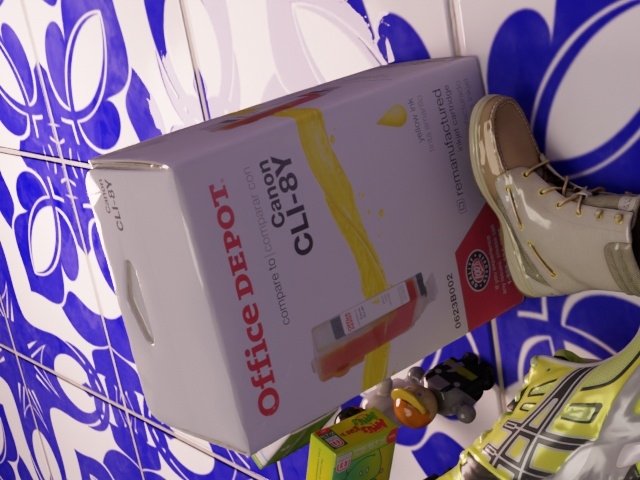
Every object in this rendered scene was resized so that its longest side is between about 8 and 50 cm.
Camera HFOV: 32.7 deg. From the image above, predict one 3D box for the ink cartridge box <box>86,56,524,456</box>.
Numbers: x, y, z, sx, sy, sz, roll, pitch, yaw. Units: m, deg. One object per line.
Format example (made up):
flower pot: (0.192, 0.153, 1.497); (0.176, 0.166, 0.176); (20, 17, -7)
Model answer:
ink cartridge box: (0.000, 0.000, 1.082); (0.160, 0.384, 0.279); (6, 114, 51)

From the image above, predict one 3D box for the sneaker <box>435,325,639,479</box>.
sneaker: (0.231, 0.193, 1.062); (0.384, 0.145, 0.147); (-33, 65, 27)

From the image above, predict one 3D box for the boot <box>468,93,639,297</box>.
boot: (0.233, -0.043, 1.021); (0.165, 0.077, 0.213); (0, 114, 54)

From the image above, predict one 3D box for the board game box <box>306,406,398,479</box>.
board game box: (0.029, 0.283, 1.217); (0.043, 0.092, 0.181); (33, 128, 40)

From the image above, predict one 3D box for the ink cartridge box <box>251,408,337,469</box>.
ink cartridge box: (-0.058, 0.173, 1.512); (0.189, 0.097, 0.255); (54, 144, 17)

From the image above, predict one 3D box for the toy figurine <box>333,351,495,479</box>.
toy figurine: (0.126, 0.251, 1.268); (0.213, 0.148, 0.209); (-26, 88, 56)
